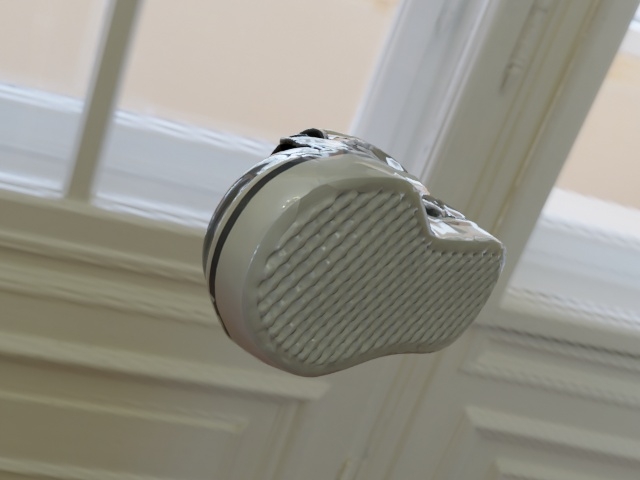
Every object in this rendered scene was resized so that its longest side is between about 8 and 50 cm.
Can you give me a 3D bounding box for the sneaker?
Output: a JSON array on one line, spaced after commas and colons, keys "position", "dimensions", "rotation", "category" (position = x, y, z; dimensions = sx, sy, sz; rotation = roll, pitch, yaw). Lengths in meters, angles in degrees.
[{"position": [0.000, 0.000, 0.647], "dimensions": [0.127, 0.126, 0.321], "rotation": [35, 7, 24], "category": "sneaker"}]
